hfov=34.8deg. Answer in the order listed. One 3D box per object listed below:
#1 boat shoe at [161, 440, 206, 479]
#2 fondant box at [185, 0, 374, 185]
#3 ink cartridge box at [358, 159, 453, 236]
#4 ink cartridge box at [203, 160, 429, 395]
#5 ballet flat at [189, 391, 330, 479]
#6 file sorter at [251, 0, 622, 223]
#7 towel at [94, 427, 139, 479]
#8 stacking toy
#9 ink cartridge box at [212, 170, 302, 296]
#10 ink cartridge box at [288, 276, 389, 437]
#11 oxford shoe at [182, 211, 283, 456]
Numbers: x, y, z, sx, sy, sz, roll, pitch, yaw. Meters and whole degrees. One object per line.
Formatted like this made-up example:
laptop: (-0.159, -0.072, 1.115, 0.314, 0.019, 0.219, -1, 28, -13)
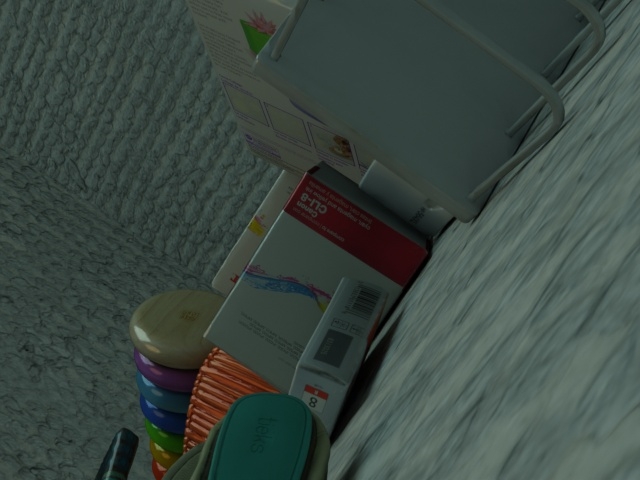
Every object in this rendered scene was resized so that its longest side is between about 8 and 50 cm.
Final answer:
boat shoe: (-0.118, 0.254, 0.850, 0.079, 0.084, 0.233, -56, 3, 34)
fondant box: (0.007, -0.166, 1.040, 0.096, 0.238, 0.330, -56, -24, -18)
ink cartridge box: (0.131, -0.122, 0.874, 0.203, 0.086, 0.148, -56, -1, -22)
ink cartridge box: (-0.001, 0.038, 0.923, 0.176, 0.127, 0.128, -57, 0, 11)
ballet flat: (-0.042, 0.157, 0.470, 0.086, 0.086, 0.248, -56, -2, 22)
file sorter: (0.119, -0.196, 0.714, 0.278, 0.193, 0.173, -56, 3, -24)
towel: (-0.263, 0.412, 1.049, 0.271, 0.040, 0.370, 123, 162, -48)
stacking toy: (-0.165, 0.232, 1.266, 0.141, 0.141, 0.330, -56, -25, -59)
ink cartridge box: (0.000, 0.000, 1.311, 0.233, 0.171, 0.168, -56, -1, 5)
ink cartridge box: (-0.002, 0.136, 0.777, 0.145, 0.045, 0.179, -57, -18, -63)
oxford shoe: (-0.031, 0.129, 1.141, 0.364, 0.130, 0.132, -63, -32, -5)
